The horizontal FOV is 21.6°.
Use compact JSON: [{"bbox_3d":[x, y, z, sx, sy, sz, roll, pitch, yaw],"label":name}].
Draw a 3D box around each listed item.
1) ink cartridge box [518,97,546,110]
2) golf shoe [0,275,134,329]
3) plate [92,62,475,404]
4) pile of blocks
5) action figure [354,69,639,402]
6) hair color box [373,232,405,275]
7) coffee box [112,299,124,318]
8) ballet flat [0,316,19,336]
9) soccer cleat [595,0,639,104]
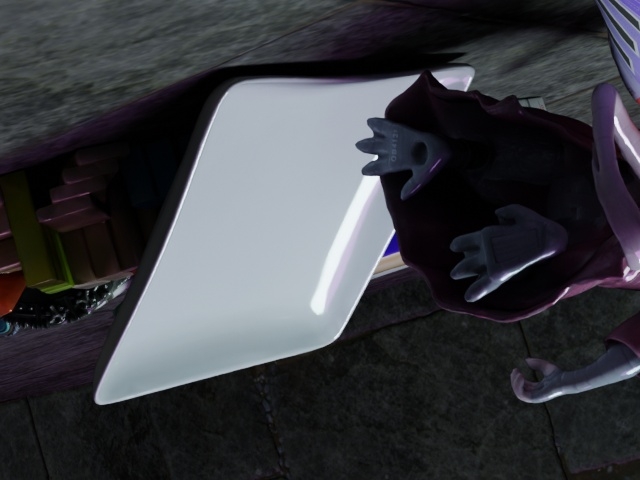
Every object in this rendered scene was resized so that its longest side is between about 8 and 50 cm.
[{"bbox_3d":[0.192,-0.107,1.576,0.028,0.048,0.083,-22,174,41],"label":"ink cartridge box"},{"bbox_3d":[-0.202,0.025,1.531,0.198,0.077,0.094,-22,180,4],"label":"golf shoe"},{"bbox_3d":[-0.034,-0.017,1.237,0.277,0.045,0.278,-11,135,-49],"label":"plate"},{"bbox_3d":[-0.139,-0.007,1.263,0.362,0.112,0.149,-15,174,-23],"label":"pile of blocks"},{"bbox_3d":[0.217,-0.030,1.217,0.370,0.248,0.276,10,154,-39],"label":"action figure"},{"bbox_3d":[0.000,0.000,1.771,0.339,0.110,0.185,-21,172,22],"label":"hair color box"},{"bbox_3d":[-0.100,0.013,1.554,0.113,0.040,0.184,-25,-163,47],"label":"coffee box"},{"bbox_3d":[-0.290,0.050,1.630,0.070,0.070,0.188,-14,176,-22],"label":"ballet flat"},{"bbox_3d":[0.226,-0.137,1.044,0.108,0.116,0.318,-18,174,9],"label":"soccer cleat"}]
